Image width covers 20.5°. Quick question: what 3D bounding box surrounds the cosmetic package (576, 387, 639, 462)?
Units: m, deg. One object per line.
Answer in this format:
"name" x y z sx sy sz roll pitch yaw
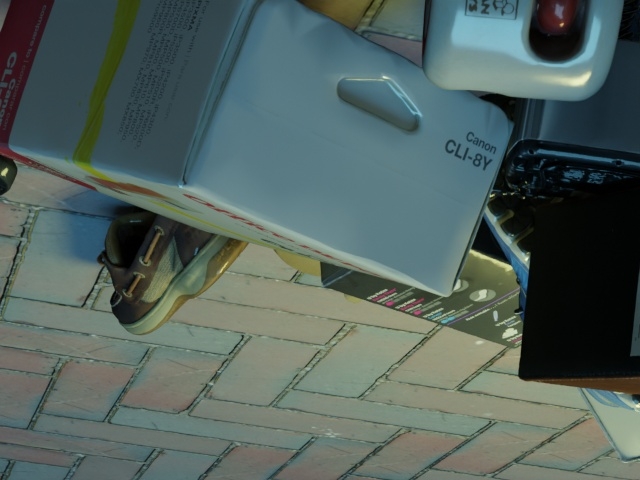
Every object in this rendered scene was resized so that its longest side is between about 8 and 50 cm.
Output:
"cosmetic package" 0.394 0.083 1.792 0.296 0.153 0.129 -30 -179 -37

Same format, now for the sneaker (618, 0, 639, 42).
"sneaker" 0.252 -0.183 1.460 0.063 0.073 0.162 5 159 1

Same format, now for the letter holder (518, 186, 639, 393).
"letter holder" 0.332 0.049 1.401 0.214 0.152 0.302 11 171 -25

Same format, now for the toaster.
"toaster" 0.232 -0.090 1.448 0.185 0.110 0.168 8 170 3

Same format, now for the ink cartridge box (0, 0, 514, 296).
"ink cartridge box" -0.077 -0.092 1.461 0.279 0.160 0.384 22 175 -35

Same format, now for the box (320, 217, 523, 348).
"box" 0.141 -0.017 1.746 0.270 0.165 0.143 19 144 -37

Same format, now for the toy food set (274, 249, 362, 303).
"toy food set" 0.000 0.000 2.032 0.192 0.038 0.132 28 145 -25

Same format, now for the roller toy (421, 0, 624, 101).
"roller toy" 0.140 -0.201 1.276 0.146 0.191 0.209 5 158 1

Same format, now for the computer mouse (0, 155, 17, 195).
"computer mouse" -0.404 -0.072 1.927 0.071 0.041 0.242 33 153 -35

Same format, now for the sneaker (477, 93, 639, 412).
"sneaker" 0.211 0.021 1.610 0.129 0.330 0.147 -29 180 -23

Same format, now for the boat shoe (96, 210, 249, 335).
"boat shoe" -0.187 0.013 2.022 0.123 0.123 0.342 41 157 -8
